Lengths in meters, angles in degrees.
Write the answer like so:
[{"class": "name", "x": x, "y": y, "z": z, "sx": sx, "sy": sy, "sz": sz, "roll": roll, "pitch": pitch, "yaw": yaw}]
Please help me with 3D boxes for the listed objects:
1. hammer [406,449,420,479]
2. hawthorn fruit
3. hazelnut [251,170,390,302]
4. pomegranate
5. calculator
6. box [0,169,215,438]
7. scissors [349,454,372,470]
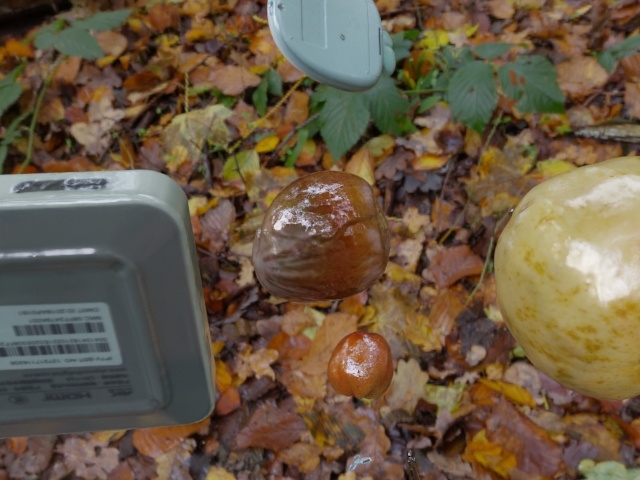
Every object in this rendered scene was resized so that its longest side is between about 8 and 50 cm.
[{"class": "hammer", "x": 0.227, "y": 0.557, "z": 1.394, "sx": 0.021, "sy": 0.065, "sz": 0.178, "roll": -13, "pitch": 1, "yaw": 1}, {"class": "hawthorn fruit", "x": 0.109, "y": 0.327, "z": 1.548, "sx": 0.189, "sy": 0.189, "sz": 0.189, "roll": -6, "pitch": 41, "yaw": 5}, {"class": "hazelnut", "x": 0.000, "y": 0.000, "z": 1.468, "sx": 0.372, "sy": 0.372, "sz": 0.315, "roll": -29, "pitch": 46, "yaw": -20}, {"class": "pomegranate", "x": 0.388, "y": 0.034, "z": 0.815, "sx": 0.342, "sy": 0.342, "sz": 0.342, "roll": -6, "pitch": 41, "yaw": 5}, {"class": "calculator", "x": 0.032, "y": -0.343, "z": 0.979, "sx": 0.295, "sy": 0.184, "sz": 0.042, "roll": 1, "pitch": -4, "yaw": -44}, {"class": "box", "x": -0.319, "y": 0.098, "z": 0.687, "sx": 0.367, "sy": 0.373, "sz": 0.090, "roll": -3, "pitch": 37, "yaw": -3}, {"class": "scissors", "x": 0.127, "y": 0.694, "z": 1.855, "sx": 0.014, "sy": 0.119, "sz": 0.058, "roll": 40, "pitch": 51, "yaw": -7}]
